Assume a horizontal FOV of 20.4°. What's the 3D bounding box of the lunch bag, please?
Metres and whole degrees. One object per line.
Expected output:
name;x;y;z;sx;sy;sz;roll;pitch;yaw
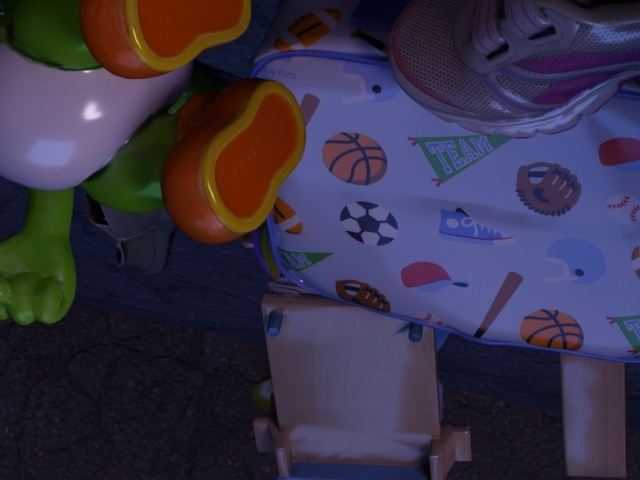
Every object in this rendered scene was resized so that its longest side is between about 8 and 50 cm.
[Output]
lunch bag;0.110;-0.052;1.056;0.303;0.115;0.243;8;136;14

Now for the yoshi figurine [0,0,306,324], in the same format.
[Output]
yoshi figurine;-0.206;-0.065;0.996;0.362;0.204;0.203;1;167;37

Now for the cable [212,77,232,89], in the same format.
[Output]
cable;-0.111;-0.100;1.340;0.139;0.072;0.287;2;167;22

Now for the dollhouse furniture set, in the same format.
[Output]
dollhouse furniture set;0.084;0.028;1.373;0.303;0.198;0.286;0;132;10

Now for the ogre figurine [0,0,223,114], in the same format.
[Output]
ogre figurine;-0.139;-0.127;1.174;0.118;0.097;0.197;18;146;52

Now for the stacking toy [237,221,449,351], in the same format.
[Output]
stacking toy;0.000;0.000;1.614;0.175;0.166;0.302;35;171;-28

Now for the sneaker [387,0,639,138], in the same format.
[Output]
sneaker;0.126;-0.124;0.865;0.252;0.103;0.111;-12;154;39

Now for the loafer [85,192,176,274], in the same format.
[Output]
loafer;-0.175;-0.041;1.692;0.092;0.102;0.268;14;161;-6
